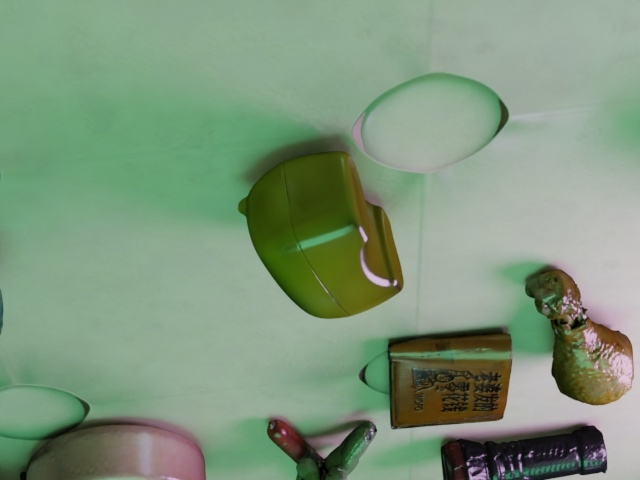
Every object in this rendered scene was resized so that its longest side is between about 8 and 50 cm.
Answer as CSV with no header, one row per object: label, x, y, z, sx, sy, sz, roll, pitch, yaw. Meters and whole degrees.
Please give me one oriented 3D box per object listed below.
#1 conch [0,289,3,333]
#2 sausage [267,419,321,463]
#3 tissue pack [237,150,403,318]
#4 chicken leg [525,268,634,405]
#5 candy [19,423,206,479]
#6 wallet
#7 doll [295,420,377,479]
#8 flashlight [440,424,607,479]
conch,-0.414,0.062,1.394,0.196,0.134,0.202,51,132,-6
sausage,-0.019,0.304,1.910,0.034,0.034,0.253,-17,145,13
tissue pack,0.000,0.000,1.382,0.127,0.123,0.178,-20,145,12
chicken leg,0.311,0.119,1.660,0.107,0.087,0.251,-28,136,10
candy,-0.281,0.335,1.849,0.255,0.094,0.255,-5,147,-4
wallet,0.167,0.182,1.757,0.161,0.042,0.195,-6,146,-1
doll,0.017,0.302,1.861,0.077,0.115,0.150,39,100,-6
flashlight,0.289,0.314,1.938,0.232,0.093,0.093,-6,146,-3
